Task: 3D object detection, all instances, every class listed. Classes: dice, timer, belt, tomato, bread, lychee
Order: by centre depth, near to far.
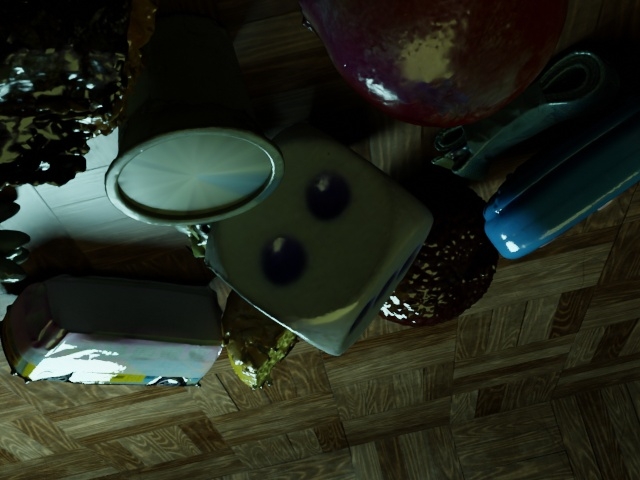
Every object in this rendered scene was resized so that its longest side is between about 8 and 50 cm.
[{"bbox_3d":[0.156,-0.251,1.206,0.334,0.176,0.289,14,141,-43],"label":"tomato"},{"bbox_3d":[0.000,0.000,1.466,0.251,0.243,0.259,-56,172,0],"label":"dice"},{"bbox_3d":[0.299,-0.181,1.518,0.302,0.087,0.072,-31,159,33],"label":"belt"},{"bbox_3d":[0.393,-0.108,1.529,0.340,0.115,0.309,-37,178,15],"label":"timer"},{"bbox_3d":[0.172,0.019,1.709,0.260,0.261,0.261,-11,155,-5],"label":"lychee"},{"bbox_3d":[-0.096,0.134,1.879,0.147,0.261,0.160,31,156,9],"label":"bread"}]

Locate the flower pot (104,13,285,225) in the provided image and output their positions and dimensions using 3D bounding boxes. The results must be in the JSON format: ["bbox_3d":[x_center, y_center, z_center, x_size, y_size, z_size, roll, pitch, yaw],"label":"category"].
[{"bbox_3d":[-0.163,-0.154,1.216,0.212,0.203,0.212,-11,157,-5],"label":"flower pot"}]

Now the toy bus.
[{"bbox_3d":[-0.363,0.153,1.821,0.386,0.171,0.162,7,138,-36],"label":"toy bus"}]

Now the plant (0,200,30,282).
[{"bbox_3d":[-0.553,0.016,1.444,0.274,0.147,0.149,-4,165,-17],"label":"plant"}]

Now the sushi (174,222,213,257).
[{"bbox_3d":[-0.170,-0.079,1.475,0.131,0.139,0.291,26,161,24],"label":"sushi"}]

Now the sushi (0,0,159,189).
[{"bbox_3d":[-0.310,-0.164,1.103,0.207,0.234,0.348,3,156,-30],"label":"sushi"}]
